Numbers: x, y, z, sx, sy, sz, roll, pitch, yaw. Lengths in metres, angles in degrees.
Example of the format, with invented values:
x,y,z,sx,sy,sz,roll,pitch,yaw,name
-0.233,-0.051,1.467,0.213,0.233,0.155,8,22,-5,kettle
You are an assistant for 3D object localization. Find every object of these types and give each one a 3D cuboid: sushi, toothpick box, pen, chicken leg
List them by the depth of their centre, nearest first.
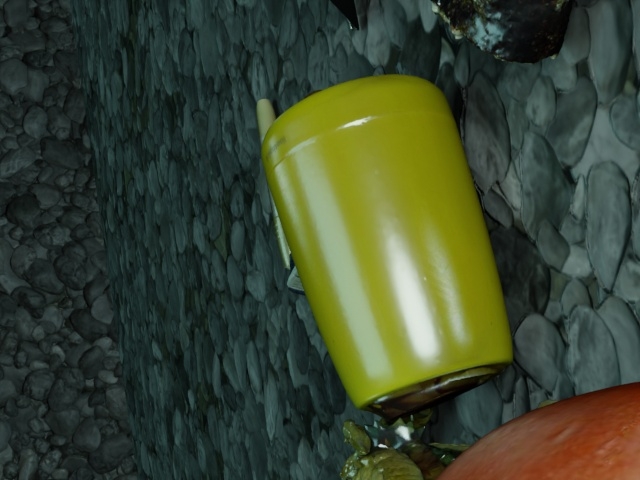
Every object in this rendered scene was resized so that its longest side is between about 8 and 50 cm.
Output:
x,y,z,sx,sy,sz,roll,pitch,yaw,name
0.131,-0.191,0.776,0.150,0.090,0.078,-117,32,-45,sushi
0.063,0.011,0.907,0.175,0.175,0.271,130,126,-63,toothpick box
0.069,0.215,1.072,0.103,0.088,0.228,-103,14,-54,chicken leg
-0.054,-0.074,1.382,0.040,0.032,0.234,68,-168,-78,pen

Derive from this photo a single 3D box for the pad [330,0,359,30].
x,y,z,sx,sy,sz,roll,pitch,yaw,name
-0.016,-0.310,1.006,0.265,0.009,0.160,18,-119,-71,pad

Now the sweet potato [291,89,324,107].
x,y,z,sx,sy,sz,roll,pitch,yaw,name
0.007,-0.141,1.174,0.195,0.056,0.056,3,100,63,sweet potato

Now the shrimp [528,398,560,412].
x,y,z,sx,sy,sz,roll,pitch,yaw,name
0.179,0.216,0.845,0.217,0.051,0.150,119,143,-45,shrimp

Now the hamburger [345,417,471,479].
x,y,z,sx,sy,sz,roll,pitch,yaw,name
0.102,0.283,0.781,0.211,0.132,0.309,138,134,-62,hamburger

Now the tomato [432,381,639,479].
x,y,z,sx,sy,sz,roll,pitch,yaw,name
0.168,0.219,0.494,0.321,0.321,0.322,173,90,-69,tomato

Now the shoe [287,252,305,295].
x,y,z,sx,sy,sz,roll,pitch,yaw,name
0.000,0.000,1.228,0.071,0.063,0.143,-93,16,-49,shoe
